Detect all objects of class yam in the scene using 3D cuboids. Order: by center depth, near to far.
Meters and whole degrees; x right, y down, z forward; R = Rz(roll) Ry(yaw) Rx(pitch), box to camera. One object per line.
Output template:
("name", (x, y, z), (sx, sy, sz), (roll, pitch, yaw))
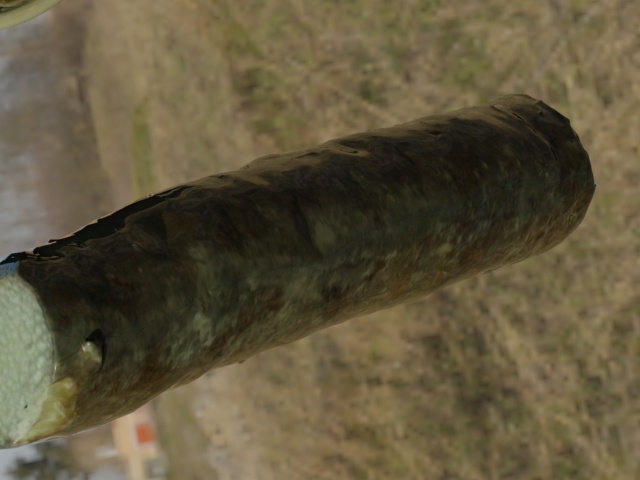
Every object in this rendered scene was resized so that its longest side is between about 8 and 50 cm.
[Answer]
("yam", (0.000, 0.000, 0.502), (0.061, 0.274, 0.061), (10, 107, 35))

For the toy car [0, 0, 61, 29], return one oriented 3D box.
("toy car", (-0.181, -0.225, 0.720), (0.198, 0.204, 0.248), (27, 105, 48))
